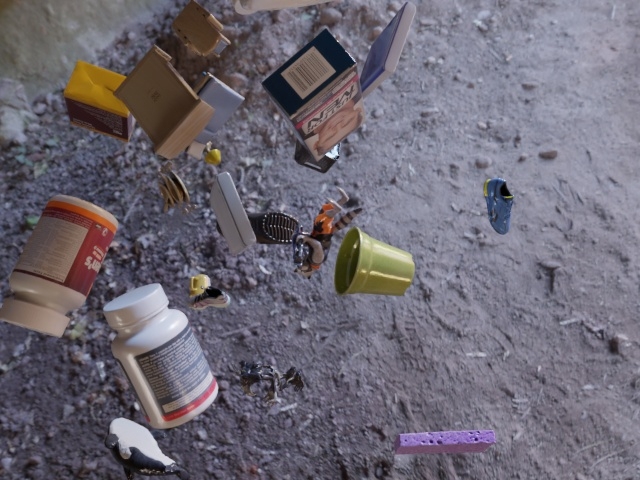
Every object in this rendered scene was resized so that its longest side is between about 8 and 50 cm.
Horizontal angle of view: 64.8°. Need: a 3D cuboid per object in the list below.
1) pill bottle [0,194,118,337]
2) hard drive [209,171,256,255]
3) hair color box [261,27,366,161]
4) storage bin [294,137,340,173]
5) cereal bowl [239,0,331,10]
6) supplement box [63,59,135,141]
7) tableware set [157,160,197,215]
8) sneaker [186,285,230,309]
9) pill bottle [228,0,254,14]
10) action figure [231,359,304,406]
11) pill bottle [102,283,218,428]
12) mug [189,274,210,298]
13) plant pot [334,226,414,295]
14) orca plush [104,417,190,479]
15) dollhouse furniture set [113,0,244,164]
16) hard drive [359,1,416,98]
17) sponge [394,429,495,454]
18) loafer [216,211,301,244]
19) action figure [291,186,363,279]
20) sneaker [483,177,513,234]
[{"bbox_3d":[-0.444,0.044,0.858,0.121,0.121,0.221,6,68,25],"label":"pill bottle"},{"bbox_3d":[-0.299,-0.074,1.672,0.047,0.353,0.232,-23,90,-17],"label":"hard drive"},{"bbox_3d":[0.002,-0.309,1.148,0.174,0.347,0.105,-39,81,4],"label":"hair color box"},{"bbox_3d":[-0.006,-0.323,1.630,0.122,0.084,0.180,18,58,-21],"label":"storage bin"},{"bbox_3d":[0.015,-0.494,0.851,0.339,0.141,0.339,-10,18,3],"label":"cereal bowl"},{"bbox_3d":[-0.698,-0.443,1.630,0.192,0.194,0.129,17,69,-14],"label":"supplement box"},{"bbox_3d":[-0.362,-0.116,1.213,0.039,0.128,0.194,-32,12,-23],"label":"tableware set"},{"bbox_3d":[-0.248,0.118,1.079,0.098,0.069,0.038,-7,55,8],"label":"sneaker"},{"bbox_3d":[-0.213,-0.690,1.272,0.117,0.117,0.214,-22,84,4],"label":"pill bottle"},{"bbox_3d":[-0.192,0.494,1.752,0.164,0.276,0.140,15,89,52],"label":"action figure"},{"bbox_3d":[-0.225,0.157,0.705,0.108,0.180,0.108,-18,15,5],"label":"pill bottle"},{"bbox_3d":[-0.342,0.130,1.447,0.062,0.078,0.064,3,68,-12],"label":"mug"},{"bbox_3d":[0.219,0.108,1.986,0.254,0.276,0.276,14,52,-14],"label":"plant pot"},{"bbox_3d":[-0.446,0.551,1.265,0.287,0.151,0.102,13,93,25],"label":"orca plush"},{"bbox_3d":[-0.232,-0.290,1.117,0.286,0.303,0.198,-45,66,11],"label":"dollhouse furniture set"},{"bbox_3d":[0.193,-0.581,1.591,0.040,0.319,0.210,20,87,-11],"label":"hard drive"},{"bbox_3d":[0.275,0.455,1.133,0.210,0.117,0.031,-1,58,0],"label":"sponge"},{"bbox_3d":[-0.251,-0.053,2.083,0.366,0.130,0.133,8,80,-19],"label":"loafer"},{"bbox_3d":[0.000,0.000,1.776,0.179,0.330,0.341,23,22,-10],"label":"action figure"},{"bbox_3d":[0.613,-0.111,1.698,0.069,0.209,0.082,-30,22,-27],"label":"sneaker"}]
